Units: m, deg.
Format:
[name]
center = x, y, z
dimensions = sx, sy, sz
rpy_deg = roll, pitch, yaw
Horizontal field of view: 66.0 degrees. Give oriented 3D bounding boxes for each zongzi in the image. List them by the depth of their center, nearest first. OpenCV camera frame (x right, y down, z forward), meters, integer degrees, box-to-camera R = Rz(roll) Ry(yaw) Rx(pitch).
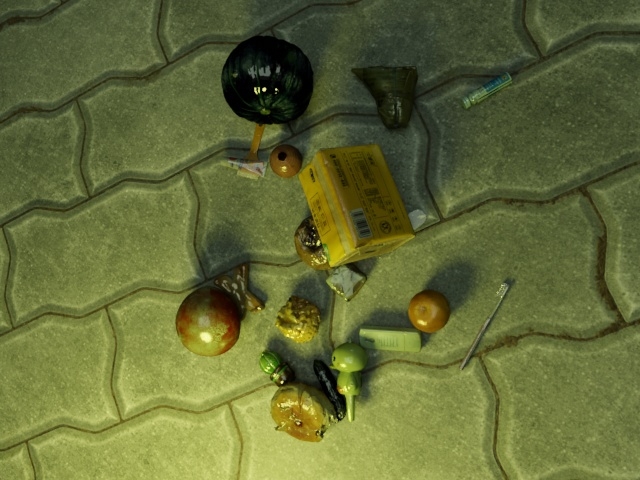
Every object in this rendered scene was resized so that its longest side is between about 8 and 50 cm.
[zongzi]
center = 0.227, -0.557, 1.916
dimensions = 0.274, 0.125, 0.251
rpy_deg = 9, 79, 17

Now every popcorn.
[popcorn]
center = -0.085, 0.303, 1.893
dimensions = 0.179, 0.180, 0.170
rpy_deg = 1, 122, 14

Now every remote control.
[remote control]
center = 0.259, 0.366, 1.831
dimensions = 0.233, 0.038, 0.098
rpy_deg = 1, 117, 14

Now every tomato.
[tomato]
center = -0.443, 0.320, 1.907
dimensions = 0.270, 0.222, 0.271
rpy_deg = 28, 128, 42

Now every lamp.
[lamp]
center = -0.139, -0.319, 1.977
dimensions = 0.136, 0.136, 0.137
rpy_deg = -2, 84, 14

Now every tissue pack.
[tissue pack]
center = 0.127, -0.131, 1.787
dimensions = 0.292, 0.228, 0.383
rpy_deg = -12, 76, -30

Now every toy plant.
[toy plant]
center = -0.174, 0.494, 1.915
dimensions = 0.162, 0.093, 0.093
rpy_deg = 44, 95, 18

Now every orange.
[orange]
center = 0.397, 0.256, 1.786
dimensions = 0.154, 0.134, 0.155
rpy_deg = -13, 67, 32

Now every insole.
[insole]
center = 0.302, -0.027, 1.895
dimensions = 0.247, 0.011, 0.081
rpy_deg = -41, 77, 7

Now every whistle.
[whistle]
center = 0.093, 0.506, 1.819
dimensions = 0.141, 0.141, 0.295
rpy_deg = 10, 81, 15

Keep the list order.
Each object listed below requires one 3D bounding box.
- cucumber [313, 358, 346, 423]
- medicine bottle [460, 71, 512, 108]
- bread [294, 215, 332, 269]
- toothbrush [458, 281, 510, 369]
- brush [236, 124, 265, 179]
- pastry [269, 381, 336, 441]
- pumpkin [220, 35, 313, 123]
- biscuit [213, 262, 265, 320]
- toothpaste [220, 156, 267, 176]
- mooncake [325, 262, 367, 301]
[cucumber]
center = 0.038, 0.561, 1.870
dimensions = 0.067, 0.067, 0.246
rpy_deg = -26, 78, 10
[medicine bottle]
center = 0.624, -0.563, 1.854
dimensions = 0.191, 0.051, 0.051
rpy_deg = -28, 78, 9
[bread]
center = 0.000, 0.000, 1.912
dimensions = 0.229, 0.123, 0.230
rpy_deg = -1, 86, 16
[toothbrush]
center = 0.587, 0.309, 1.781
dimensions = 0.029, 0.024, 0.354
rpy_deg = 29, 91, 21
[brush]
center = -0.276, -0.395, 2.079
dimensions = 0.103, 0.013, 0.273
rpy_deg = 14, 87, 15
[pastry]
center = -0.073, 0.635, 1.816
dimensions = 0.235, 0.121, 0.257
rpy_deg = 34, 127, 3
[pumpkin]
center = -0.199, -0.612, 1.911
dimensions = 0.362, 0.363, 0.267
rpy_deg = -5, 70, 13
[biscuit]
center = -0.330, 0.218, 2.007
dimensions = 0.164, 0.047, 0.208
rpy_deg = -28, 78, 9
[toothpaste]
center = -0.320, -0.314, 2.055
dimensions = 0.194, 0.043, 0.067
rpy_deg = 12, 87, 10
[mooncake]
center = 0.105, 0.153, 1.892
dimensions = 0.125, 0.073, 0.130
rpy_deg = 44, 97, 11
